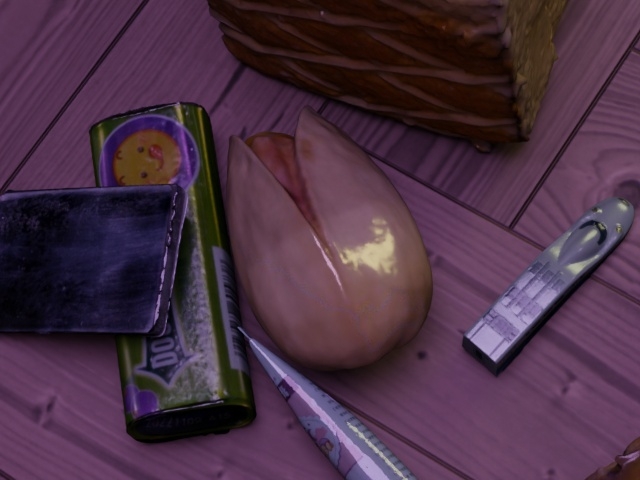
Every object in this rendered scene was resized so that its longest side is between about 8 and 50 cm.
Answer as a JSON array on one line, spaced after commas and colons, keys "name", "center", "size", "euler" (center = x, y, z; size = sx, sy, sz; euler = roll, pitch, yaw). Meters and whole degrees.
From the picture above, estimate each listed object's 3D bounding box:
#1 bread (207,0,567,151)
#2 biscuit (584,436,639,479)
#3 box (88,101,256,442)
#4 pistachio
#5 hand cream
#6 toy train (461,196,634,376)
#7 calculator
[{"name": "bread", "center": [0.073, -0.309, 1.901], "size": [0.390, 0.371, 0.279], "euler": [23, 77, 19]}, {"name": "biscuit", "center": [0.403, 0.371, 1.685], "size": [0.446, 0.104, 0.429], "euler": [18, 87, 27]}, {"name": "box", "center": [-0.156, 0.032, 1.934], "size": [0.134, 0.097, 0.346], "euler": [-11, 67, 6]}, {"name": "pistachio", "center": [0.000, 0.000, 1.881], "size": [0.187, 0.187, 0.299], "euler": [-24, 63, -3]}, {"name": "hand cream", "center": [0.036, 0.207, 1.853], "size": [0.058, 0.085, 0.331], "euler": [-42, 72, 1]}, {"name": "toy train", "center": [0.240, 0.035, 1.908], "size": [0.052, 0.051, 0.234], "euler": [41, 78, 16]}, {"name": "calculator", "center": [-0.251, 0.021, 1.924], "size": [0.261, 0.021, 0.161], "euler": [0, 76, 37]}]
